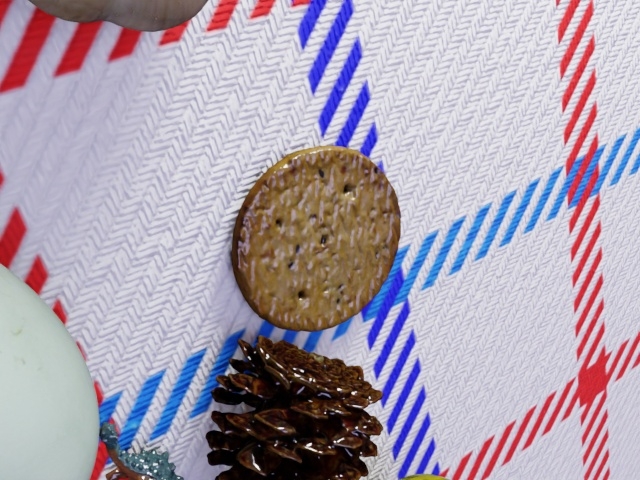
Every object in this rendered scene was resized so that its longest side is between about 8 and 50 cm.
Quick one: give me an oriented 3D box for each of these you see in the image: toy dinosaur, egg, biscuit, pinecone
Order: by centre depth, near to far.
[{"bbox_3d":[-0.252,0.094,0.400,0.183,0.183,0.264,-37,115,-18],"label":"egg"},{"bbox_3d":[-0.157,0.216,0.579,0.055,0.049,0.154,-36,126,-15],"label":"toy dinosaur"},{"bbox_3d":[-0.031,0.183,0.582,0.163,0.163,0.165,18,93,-35],"label":"pinecone"},{"bbox_3d":[-0.001,-0.001,0.625,0.187,0.027,0.188,-10,109,-28],"label":"biscuit"}]

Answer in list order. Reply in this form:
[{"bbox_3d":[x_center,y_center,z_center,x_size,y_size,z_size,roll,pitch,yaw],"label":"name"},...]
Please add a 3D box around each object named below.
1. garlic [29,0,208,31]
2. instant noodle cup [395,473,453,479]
[{"bbox_3d":[-0.118,-0.247,0.395,0.227,0.152,0.228,-21,133,-25],"label":"garlic"},{"bbox_3d":[0.066,0.400,0.640,0.254,0.325,0.326,-13,112,-39],"label":"instant noodle cup"}]
